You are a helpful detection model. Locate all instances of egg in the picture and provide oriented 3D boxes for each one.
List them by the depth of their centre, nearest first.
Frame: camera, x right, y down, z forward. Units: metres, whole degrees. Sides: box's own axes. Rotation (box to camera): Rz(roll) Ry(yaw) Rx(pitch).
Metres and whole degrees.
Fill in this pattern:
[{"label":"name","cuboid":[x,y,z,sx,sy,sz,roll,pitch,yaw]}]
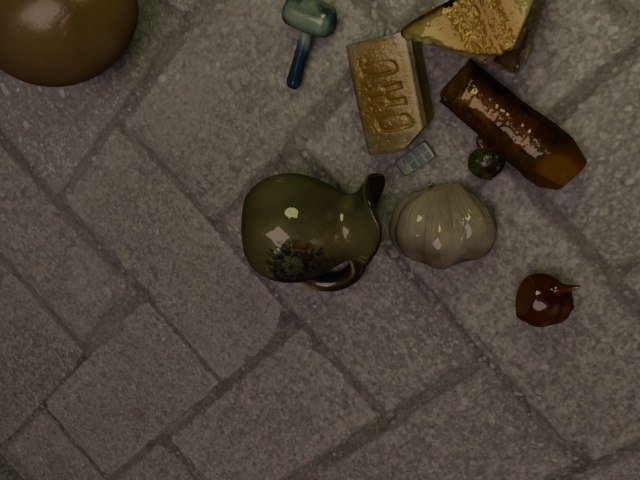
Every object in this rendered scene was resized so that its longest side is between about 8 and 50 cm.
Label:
[{"label":"egg","cuboid":[-0.578,-0.496,1.465,0.374,0.301,0.301,-7,107,15]}]

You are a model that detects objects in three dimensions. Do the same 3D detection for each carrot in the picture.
[{"label":"carrot","cuboid":[0.364,-0.219,1.269,0.302,0.114,0.114,41,120,5]}]

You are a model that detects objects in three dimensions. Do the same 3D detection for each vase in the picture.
[{"label":"vase","cuboid":[0.000,0.000,1.471,0.302,0.241,0.329,-2,137,11]}]

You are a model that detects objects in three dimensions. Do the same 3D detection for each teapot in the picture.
[{"label":"teapot","cuboid":[0.467,0.129,1.365,0.116,0.116,0.173,35,146,8]}]

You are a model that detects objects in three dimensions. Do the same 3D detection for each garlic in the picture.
[{"label":"garlic","cuboid":[0.241,-0.020,1.383,0.229,0.143,0.178,-1,111,33]}]

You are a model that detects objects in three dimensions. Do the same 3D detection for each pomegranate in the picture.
[{"label":"pomegranate","cuboid":[0.333,-0.164,1.324,0.073,0.073,0.085,16,125,18]}]

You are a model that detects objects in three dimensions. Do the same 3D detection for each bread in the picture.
[{"label":"bread","cuboid":[0.292,-0.426,1.179,0.224,0.183,0.211,26,116,10]}]

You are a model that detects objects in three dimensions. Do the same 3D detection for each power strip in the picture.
[{"label":"power strip","cuboid":[0.201,-0.173,1.409,0.090,0.016,0.040,-34,94,30]}]

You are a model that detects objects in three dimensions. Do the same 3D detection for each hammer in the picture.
[{"label":"hammer","cuboid":[-0.039,-0.412,1.399,0.116,0.069,0.194,25,122,12]}]

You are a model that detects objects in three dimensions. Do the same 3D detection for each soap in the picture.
[{"label":"soap","cuboid":[0.145,-0.299,1.353,0.140,0.073,0.232,-4,108,29]}]
